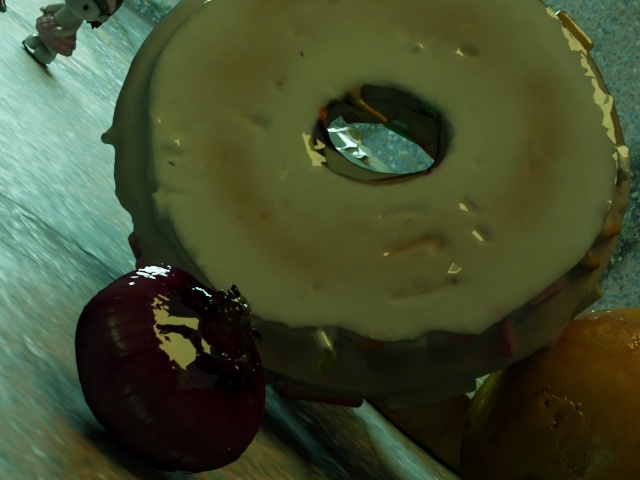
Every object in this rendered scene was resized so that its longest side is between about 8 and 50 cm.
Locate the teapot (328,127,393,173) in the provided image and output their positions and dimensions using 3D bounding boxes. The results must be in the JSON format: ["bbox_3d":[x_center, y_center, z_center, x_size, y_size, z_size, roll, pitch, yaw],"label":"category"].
[{"bbox_3d":[0.011,0.009,1.349,0.163,0.178,0.221,40,5,-10],"label":"teapot"}]

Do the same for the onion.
[{"bbox_3d":[-0.072,0.064,0.842,0.115,0.104,0.115,39,24,-21],"label":"onion"}]

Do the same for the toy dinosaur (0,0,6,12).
[{"bbox_3d":[-0.357,-0.260,1.493,0.197,0.080,0.045,43,10,24],"label":"toy dinosaur"}]

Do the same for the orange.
[{"bbox_3d":[0.224,0.171,1.180,0.246,0.246,0.246,40,6,-5],"label":"orange"}]

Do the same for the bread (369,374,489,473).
[{"bbox_3d":[0.108,0.139,1.518,0.236,0.070,0.236,40,7,-6],"label":"bread"}]

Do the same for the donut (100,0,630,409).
[{"bbox_3d":[0.036,-0.047,1.177,0.382,0.382,0.142,42,-23,17],"label":"donut"}]

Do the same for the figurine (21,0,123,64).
[{"bbox_3d":[-0.263,-0.246,1.709,0.072,0.129,0.054,52,20,18],"label":"figurine"}]
